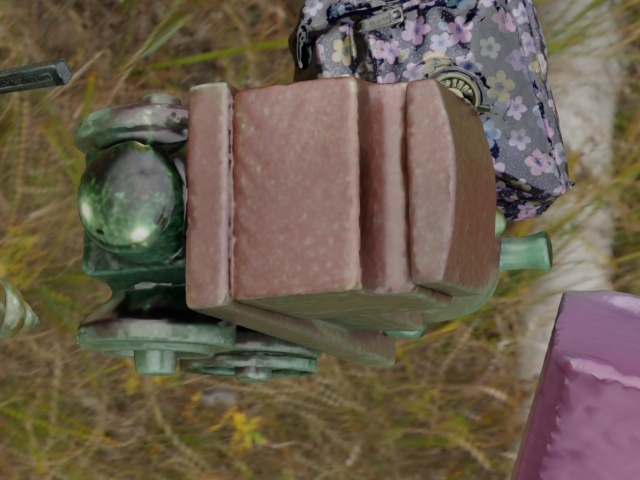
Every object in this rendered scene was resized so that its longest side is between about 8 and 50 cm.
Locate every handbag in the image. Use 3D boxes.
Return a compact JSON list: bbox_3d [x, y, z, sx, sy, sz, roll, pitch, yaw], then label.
[{"bbox_3d":[0.084,-0.114,1.291,0.207,0.127,0.229,-13,97,10],"label":"handbag"}]

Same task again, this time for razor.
[{"bbox_3d":[-0.253,-0.121,1.245,0.033,0.190,0.066,-48,121,-31],"label":"razor"}]

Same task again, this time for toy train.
[{"bbox_3d":[0.000,0.000,0.877,0.304,0.221,0.150,24,63,-68],"label":"toy train"}]

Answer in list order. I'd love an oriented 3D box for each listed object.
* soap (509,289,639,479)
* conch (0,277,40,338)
[{"bbox_3d":[0.134,0.161,0.543,0.181,0.081,0.259,16,108,6],"label":"soap"},{"bbox_3d":[-0.377,0.061,1.575,0.173,0.106,0.116,-29,71,-20],"label":"conch"}]
